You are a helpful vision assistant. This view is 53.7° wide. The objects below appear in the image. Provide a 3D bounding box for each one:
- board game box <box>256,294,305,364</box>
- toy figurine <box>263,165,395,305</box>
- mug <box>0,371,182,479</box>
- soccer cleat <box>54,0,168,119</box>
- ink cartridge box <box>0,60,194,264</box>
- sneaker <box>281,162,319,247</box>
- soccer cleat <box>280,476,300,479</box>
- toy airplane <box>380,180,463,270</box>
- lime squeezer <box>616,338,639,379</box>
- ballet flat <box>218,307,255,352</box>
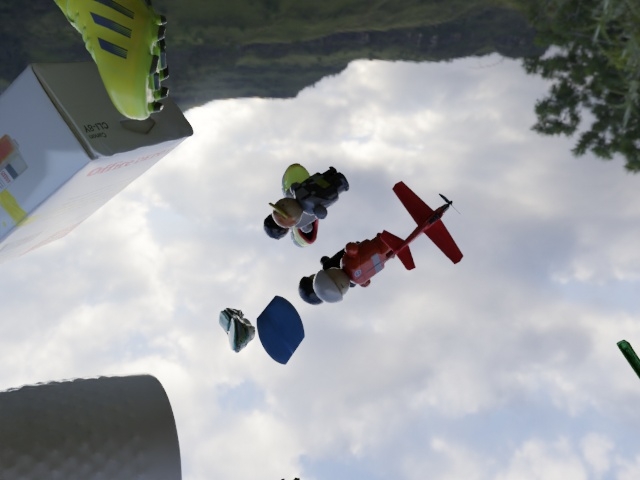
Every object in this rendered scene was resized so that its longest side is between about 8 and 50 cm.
[{"bbox_3d":[-0.105,0.214,1.507,0.033,0.133,0.168,-22,-163,34],"label":"board game box"},{"bbox_3d":[0.000,0.000,1.066,0.148,0.209,0.213,-35,-177,-12],"label":"toy figurine"},{"bbox_3d":[-0.394,0.383,0.876,0.328,0.373,0.276,2,167,-32],"label":"mug"},{"bbox_3d":[-0.229,-0.240,0.676,0.121,0.093,0.289,-5,-120,-15],"label":"soccer cleat"},{"bbox_3d":[-0.436,-0.119,1.023,0.160,0.385,0.279,57,-155,-4],"label":"ink cartridge box"},{"bbox_3d":[-0.038,-0.083,1.516,0.082,0.208,0.094,-12,-171,-14],"label":"sneaker"},{"bbox_3d":[-0.006,0.455,1.083,0.179,0.072,0.060,15,-173,-13],"label":"soccer cleat"},{"bbox_3d":[0.141,-0.015,0.911,0.151,0.028,0.151,4,-104,-15],"label":"toy airplane"},{"bbox_3d":[0.464,0.271,0.779,0.059,0.110,0.310,-25,-131,21],"label":"lime squeezer"},{"bbox_3d":[-0.174,0.192,1.379,0.070,0.070,0.188,-4,-162,-17],"label":"ballet flat"}]
